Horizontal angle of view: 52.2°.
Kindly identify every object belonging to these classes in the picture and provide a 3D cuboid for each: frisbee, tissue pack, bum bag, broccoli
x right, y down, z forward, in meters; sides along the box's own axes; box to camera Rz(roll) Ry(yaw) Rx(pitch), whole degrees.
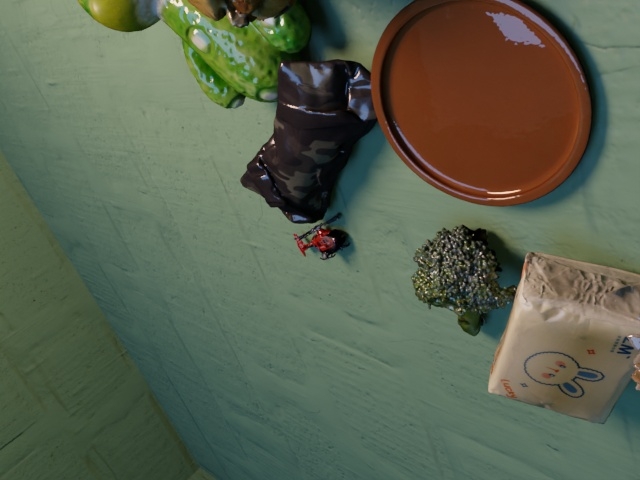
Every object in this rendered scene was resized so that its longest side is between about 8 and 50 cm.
[{"bbox_3d":[0.164,-0.145,0.700,0.250,0.021,0.251,26,140,24],"label":"frisbee"},{"bbox_3d":[0.285,0.115,0.750,0.148,0.092,0.196,13,137,13],"label":"tissue pack"},{"bbox_3d":[-0.019,-0.130,0.901,0.143,0.095,0.340,19,149,-8],"label":"bum bag"},{"bbox_3d":[0.191,0.071,0.863,0.204,0.122,0.118,62,-166,-51],"label":"broccoli"}]

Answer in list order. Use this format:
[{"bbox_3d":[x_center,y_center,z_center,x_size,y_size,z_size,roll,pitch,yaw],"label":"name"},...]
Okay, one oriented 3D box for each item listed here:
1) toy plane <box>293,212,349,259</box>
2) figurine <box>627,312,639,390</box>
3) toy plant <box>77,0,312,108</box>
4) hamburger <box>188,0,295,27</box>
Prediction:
[{"bbox_3d":[0.000,0.000,1.086,0.145,0.037,0.060,-19,104,57],"label":"toy plane"},{"bbox_3d":[0.406,0.137,0.614,0.206,0.166,0.387,-23,118,12],"label":"figurine"},{"bbox_3d":[-0.160,-0.295,0.853,0.315,0.184,0.224,38,145,1],"label":"toy plant"},{"bbox_3d":[-0.103,-0.350,0.620,0.283,0.144,0.260,-115,20,-44],"label":"hamburger"}]
